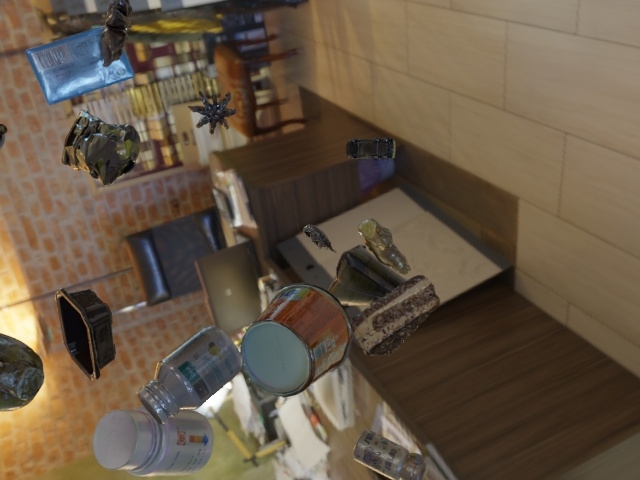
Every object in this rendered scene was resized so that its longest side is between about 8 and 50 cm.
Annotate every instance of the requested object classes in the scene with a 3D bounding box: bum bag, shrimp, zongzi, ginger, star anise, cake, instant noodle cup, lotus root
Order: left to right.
[{"bbox_3d":[-0.797,0.299,1.569,0.350,0.175,0.174,20,133,26],"label":"lotus root"},{"bbox_3d":[-0.363,-0.153,1.073,0.233,0.060,0.106,25,92,48],"label":"bum bag"},{"bbox_3d":[-0.483,-0.500,1.562,0.195,0.065,0.182,-63,27,25],"label":"star anise"},{"bbox_3d":[-0.293,-0.350,1.813,0.042,0.141,0.141,-117,20,-48],"label":"star anise"},{"bbox_3d":[-0.079,0.289,1.851,0.297,0.214,0.296,7,108,24],"label":"instant noodle cup"},{"bbox_3d":[0.000,0.000,2.537,0.165,0.057,0.065,49,122,12],"label":"shrimp"},{"bbox_3d":[0.149,0.202,2.283,0.286,0.138,0.300,38,116,10],"label":"zongzi"},{"bbox_3d":[0.203,0.023,2.107,0.213,0.074,0.137,48,166,-29],"label":"ginger"},{"bbox_3d":[0.210,0.198,1.704,0.135,0.246,0.112,35,-157,-55],"label":"cake"}]

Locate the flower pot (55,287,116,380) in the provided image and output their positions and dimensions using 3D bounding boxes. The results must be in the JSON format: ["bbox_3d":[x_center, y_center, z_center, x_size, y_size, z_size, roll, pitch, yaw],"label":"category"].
[{"bbox_3d":[-0.604,0.234,1.720,0.179,0.084,0.250,33,133,33],"label":"flower pot"}]

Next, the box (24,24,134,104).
[{"bbox_3d":[-0.619,-0.457,1.699,0.083,0.232,0.142,40,150,63],"label":"box"}]

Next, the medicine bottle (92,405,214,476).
[{"bbox_3d":[-0.410,0.499,1.634,0.170,0.170,0.293,60,-167,29],"label":"medicine bottle"}]

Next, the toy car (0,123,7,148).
[{"bbox_3d":[-0.902,-0.289,1.701,0.112,0.112,0.139,-36,82,31],"label":"toy car"}]

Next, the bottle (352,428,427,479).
[{"bbox_3d":[0.205,0.623,1.882,0.209,0.097,0.110,20,114,22],"label":"bottle"}]

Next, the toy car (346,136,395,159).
[{"bbox_3d":[0.164,-0.296,2.129,0.165,0.062,0.071,3,92,26],"label":"toy car"}]

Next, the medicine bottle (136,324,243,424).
[{"bbox_3d":[-0.286,0.296,1.433,0.135,0.215,0.135,35,147,27],"label":"medicine bottle"}]
